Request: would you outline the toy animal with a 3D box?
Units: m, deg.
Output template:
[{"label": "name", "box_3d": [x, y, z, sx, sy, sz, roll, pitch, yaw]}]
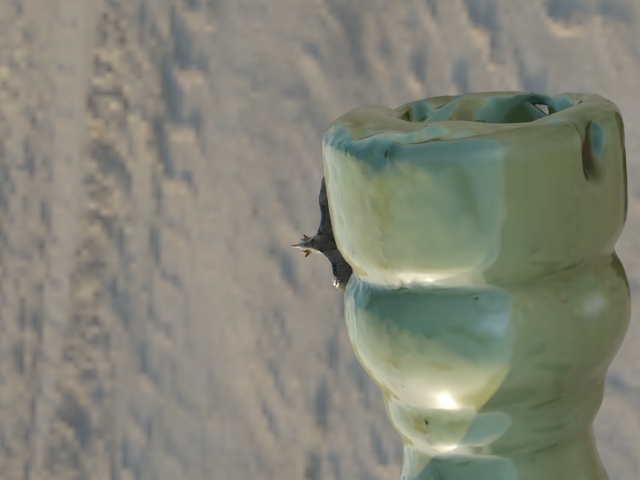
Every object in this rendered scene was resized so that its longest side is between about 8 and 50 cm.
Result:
[{"label": "toy animal", "box_3d": [0.000, 0.000, 1.321, 0.028, 0.050, 0.084, -16, 90, 65]}]

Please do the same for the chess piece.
[{"label": "chess piece", "box_3d": [0.106, 0.140, 1.129, 0.234, 0.234, 0.442, -150, 53, -69]}]
